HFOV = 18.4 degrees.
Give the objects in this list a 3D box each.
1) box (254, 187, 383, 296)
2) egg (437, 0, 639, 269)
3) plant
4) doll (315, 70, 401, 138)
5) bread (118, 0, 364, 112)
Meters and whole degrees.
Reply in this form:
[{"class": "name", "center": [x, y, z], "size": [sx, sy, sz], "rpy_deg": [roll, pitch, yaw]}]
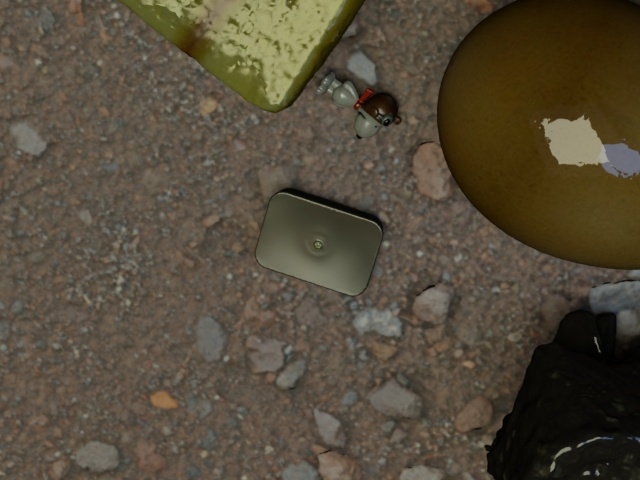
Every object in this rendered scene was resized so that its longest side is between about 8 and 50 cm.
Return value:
[{"class": "box", "center": [0.000, 0.000, 2.070], "size": [0.126, 0.031, 0.091], "rpy_deg": [17, 111, 5]}, {"class": "egg", "center": [0.266, -0.099, 1.864], "size": [0.322, 0.250, 0.250], "rpy_deg": [27, 112, -5]}, {"class": "plant", "center": [0.272, 0.191, 1.956], "size": [0.188, 0.276, 0.199], "rpy_deg": [17, 116, -2]}, {"class": "doll", "center": [0.040, -0.142, 2.010], "size": [0.058, 0.040, 0.085], "rpy_deg": [-34, 100, 30]}, {"class": "bread", "center": [-0.019, -0.331, 1.864], "size": [0.233, 0.245, 0.361], "rpy_deg": [37, 105, -2]}]
